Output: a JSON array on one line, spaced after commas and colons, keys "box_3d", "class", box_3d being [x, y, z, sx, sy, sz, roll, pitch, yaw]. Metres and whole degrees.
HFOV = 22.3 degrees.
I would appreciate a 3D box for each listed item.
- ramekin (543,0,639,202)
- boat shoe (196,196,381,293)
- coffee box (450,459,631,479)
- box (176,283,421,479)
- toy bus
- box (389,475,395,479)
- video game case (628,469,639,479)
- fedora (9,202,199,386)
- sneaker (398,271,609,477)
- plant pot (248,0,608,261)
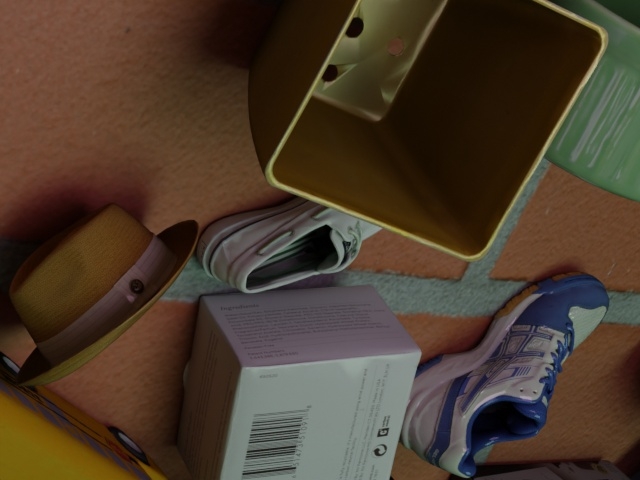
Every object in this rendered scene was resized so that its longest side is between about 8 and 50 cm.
[{"box_3d": [0.278, -0.161, 1.433, 0.303, 0.303, 0.148, -4, 131, -41], "class": "ramekin"}, {"box_3d": [0.000, 0.000, 1.471, 0.226, 0.076, 0.083, -23, 135, -28], "class": "boat shoe"}, {"box_3d": [0.261, 0.367, 1.973, 0.297, 0.119, 0.168, 6, 117, -45], "class": "coffee box"}, {"box_3d": [-0.024, 0.148, 1.507, 0.182, 0.119, 0.181, -4, 123, -24], "class": "box"}, {"box_3d": [-0.236, 0.193, 1.366, 0.108, 0.130, 0.333, -47, 141, -2], "class": "toy bus"}, {"box_3d": [0.021, 0.323, 1.651, 0.168, 0.203, 0.167, -52, 140, 5], "class": "box"}, {"box_3d": [0.537, 0.303, 2.195, 0.275, 0.035, 0.248, -36, 147, -3], "class": "video game case"}, {"box_3d": [-0.185, 0.030, 1.290, 0.194, 0.194, 0.079, -42, 104, -8], "class": "fedora"}, {"box_3d": [0.218, 0.152, 1.752, 0.296, 0.131, 0.112, -35, 137, -18], "class": "sneaker"}, {"box_3d": [0.059, -0.140, 1.300, 0.212, 0.187, 0.212, 21, 106, -29], "class": "plant pot"}]
